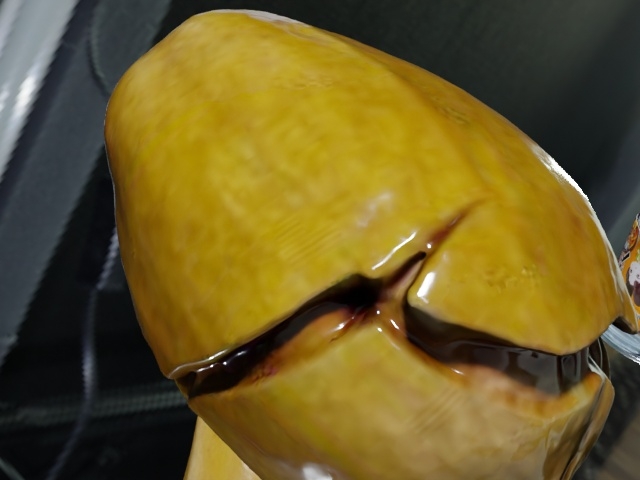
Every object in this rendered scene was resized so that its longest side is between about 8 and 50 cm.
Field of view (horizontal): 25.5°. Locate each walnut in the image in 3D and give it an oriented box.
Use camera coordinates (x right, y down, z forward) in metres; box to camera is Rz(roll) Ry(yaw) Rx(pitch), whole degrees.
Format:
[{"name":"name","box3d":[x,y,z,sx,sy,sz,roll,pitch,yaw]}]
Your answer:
[{"name":"walnut","box3d":[0.000,0.000,0.685,0.209,0.336,0.209,-27,-38,-24]}]

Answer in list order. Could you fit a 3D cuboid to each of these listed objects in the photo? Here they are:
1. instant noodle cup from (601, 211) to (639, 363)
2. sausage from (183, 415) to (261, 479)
[{"name":"instant noodle cup","box3d":[0.358,0.035,1.368,0.177,0.208,0.125,-40,-35,-53]},{"name":"sausage","box3d":[-0.062,0.188,1.210,0.112,0.112,0.328,46,-127,-61]}]
